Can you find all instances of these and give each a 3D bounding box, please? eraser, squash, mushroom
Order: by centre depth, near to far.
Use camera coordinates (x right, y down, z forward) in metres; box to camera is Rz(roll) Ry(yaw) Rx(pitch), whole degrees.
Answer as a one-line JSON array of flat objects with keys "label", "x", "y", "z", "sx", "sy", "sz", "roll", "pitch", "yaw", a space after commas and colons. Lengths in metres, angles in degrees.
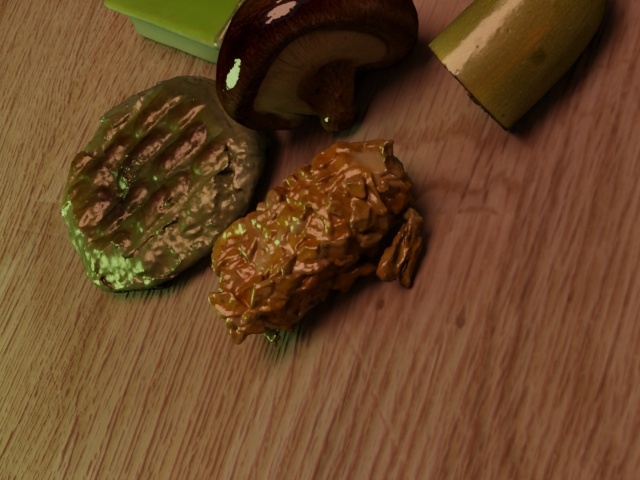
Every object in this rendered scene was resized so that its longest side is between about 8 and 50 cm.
[{"label": "squash", "x": 0.204, "y": -0.206, "z": 1.233, "sx": 0.187, "sy": 0.123, "sz": 0.123, "roll": -43, "pitch": 45, "yaw": 5}, {"label": "mushroom", "x": -0.013, "y": -0.216, "z": 1.356, "sx": 0.231, "sy": 0.194, "sz": 0.138, "roll": -26, "pitch": 50, "yaw": 10}, {"label": "eraser", "x": -0.129, "y": -0.333, "z": 1.596, "sx": 0.274, "sy": 0.092, "sz": 0.210, "roll": 24, "pitch": 80, "yaw": 46}]

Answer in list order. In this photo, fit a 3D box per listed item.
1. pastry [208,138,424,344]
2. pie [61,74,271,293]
[{"label": "pastry", "x": 0.000, "y": 0.000, "z": 1.273, "sx": 0.250, "sy": 0.102, "sz": 0.154, "roll": -36, "pitch": 48, "yaw": 16}, {"label": "pie", "x": -0.193, "y": -0.070, "z": 1.500, "sx": 0.306, "sy": 0.071, "sz": 0.306, "roll": -21, "pitch": 53, "yaw": 30}]
